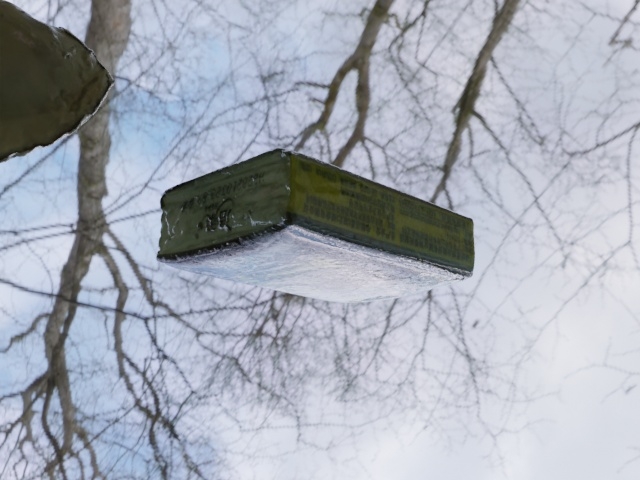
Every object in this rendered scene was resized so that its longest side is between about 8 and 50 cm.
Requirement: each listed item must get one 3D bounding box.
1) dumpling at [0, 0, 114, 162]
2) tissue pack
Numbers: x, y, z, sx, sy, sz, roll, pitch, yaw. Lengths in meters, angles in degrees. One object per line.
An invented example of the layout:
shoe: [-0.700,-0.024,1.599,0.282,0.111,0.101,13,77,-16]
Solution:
dumpling: [-0.331,-0.142,0.844,0.247,0.142,0.173,9,-124,-3]
tissue pack: [0.000,0.000,0.831,0.257,0.185,0.081,16,-113,-43]
